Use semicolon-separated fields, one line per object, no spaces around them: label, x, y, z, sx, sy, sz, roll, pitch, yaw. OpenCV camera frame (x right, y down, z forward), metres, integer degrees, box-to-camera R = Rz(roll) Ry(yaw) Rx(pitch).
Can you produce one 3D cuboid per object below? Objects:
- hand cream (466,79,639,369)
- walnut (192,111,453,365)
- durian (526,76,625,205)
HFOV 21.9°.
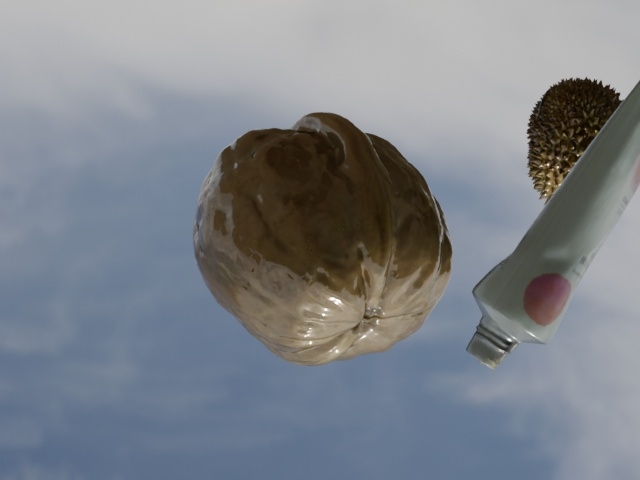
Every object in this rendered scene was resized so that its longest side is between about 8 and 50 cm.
hand cream;0.232;-0.035;1.386;0.078;0.341;0.124;37;-178;20
walnut;0.000;0.000;1.809;0.296;0.285;0.285;1;-154;-34
durian;0.298;-0.111;1.891;0.137;0.168;0.158;-11;-136;18
